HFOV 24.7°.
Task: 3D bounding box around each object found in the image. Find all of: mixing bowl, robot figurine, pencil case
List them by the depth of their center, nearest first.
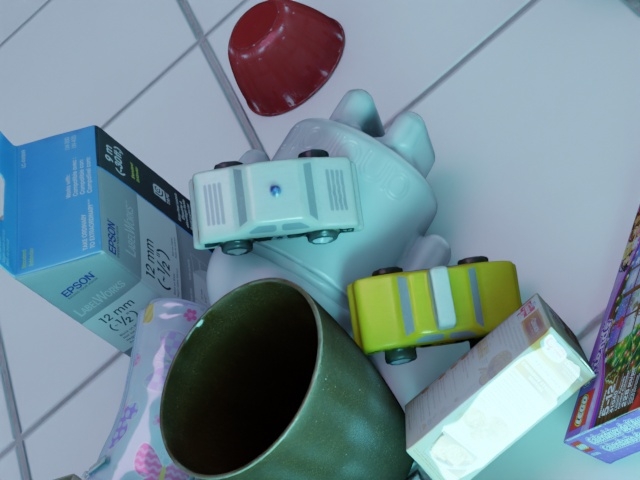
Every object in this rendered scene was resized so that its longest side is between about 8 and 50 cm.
[{"bbox_3d":[0.000,0.000,1.698,0.299,0.200,0.353,24,75,25],"label":"robot figurine"},{"bbox_3d":[-0.187,0.205,1.711,0.124,0.113,0.273,14,64,6],"label":"pencil case"},{"bbox_3d":[-0.066,-0.278,2.092,0.181,0.098,0.181,-26,43,27],"label":"mixing bowl"}]

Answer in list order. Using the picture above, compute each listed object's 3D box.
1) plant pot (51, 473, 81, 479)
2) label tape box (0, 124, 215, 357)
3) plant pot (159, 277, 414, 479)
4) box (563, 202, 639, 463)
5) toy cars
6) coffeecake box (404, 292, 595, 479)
[{"bbox_3d":[-0.289,0.351,1.740,0.109,0.096,0.109,-28,36,62],"label":"plant pot"},{"bbox_3d":[-0.275,-0.011,1.853,0.115,0.347,0.249,-33,40,18],"label":"label tape box"},{"bbox_3d":[-0.010,0.185,1.514,0.215,0.230,0.215,-26,46,31],"label":"plant pot"},{"bbox_3d":[0.333,0.052,1.369,0.293,0.057,0.201,-67,7,-24],"label":"box"},{"bbox_3d":[0.038,0.010,1.546,0.176,0.393,0.087,-56,-7,-13],"label":"toy cars"},{"bbox_3d":[0.174,0.150,1.457,0.185,0.068,0.142,-42,7,10],"label":"coffeecake box"}]
